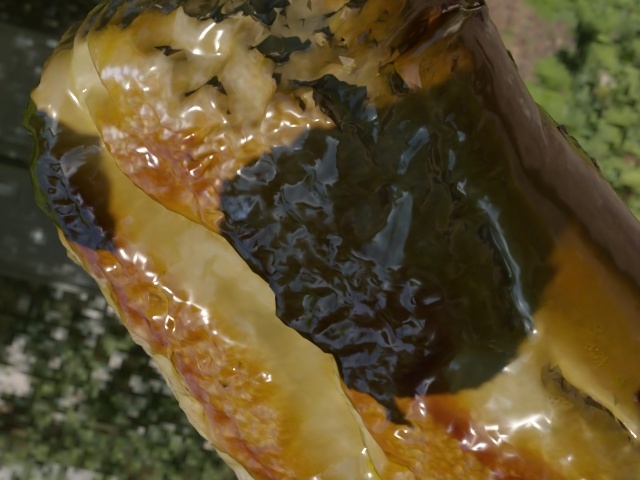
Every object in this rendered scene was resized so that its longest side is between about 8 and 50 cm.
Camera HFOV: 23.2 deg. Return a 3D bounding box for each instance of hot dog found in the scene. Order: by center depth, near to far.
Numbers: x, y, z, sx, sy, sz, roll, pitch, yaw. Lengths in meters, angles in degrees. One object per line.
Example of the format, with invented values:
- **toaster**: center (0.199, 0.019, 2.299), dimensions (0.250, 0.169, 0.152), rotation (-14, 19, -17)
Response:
- **hot dog**: center (0.000, 0.000, 0.891), dimensions (0.367, 0.365, 0.196), rotation (-27, 21, 49)
